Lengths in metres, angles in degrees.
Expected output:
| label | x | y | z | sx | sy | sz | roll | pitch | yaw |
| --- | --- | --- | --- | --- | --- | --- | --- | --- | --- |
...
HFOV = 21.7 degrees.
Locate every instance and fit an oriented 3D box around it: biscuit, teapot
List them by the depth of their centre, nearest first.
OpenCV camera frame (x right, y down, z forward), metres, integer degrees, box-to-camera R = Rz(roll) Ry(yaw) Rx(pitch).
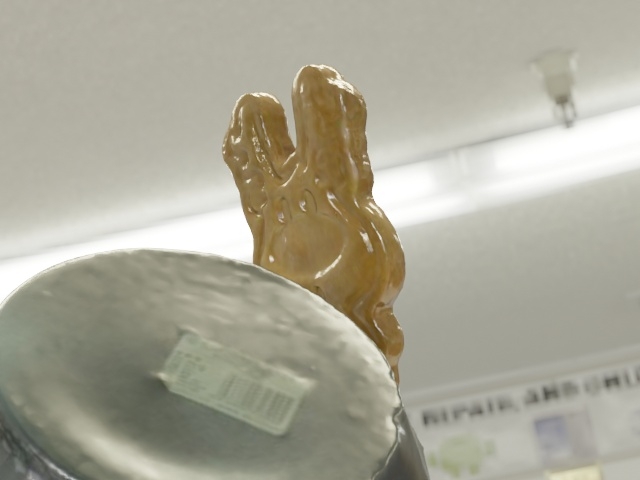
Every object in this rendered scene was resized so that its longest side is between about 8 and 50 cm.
| label | x | y | z | sx | sy | sz | roll | pitch | yaw |
| --- | --- | --- | --- | --- | --- | --- | --- | --- | --- |
| teapot | -0.076 | 0.228 | 1.018 | 0.376 | 0.305 | 0.361 | 21 | -56 | 5 |
| biscuit | -0.002 | 0.002 | 1.167 | 0.040 | 0.236 | 0.144 | -11 | -4 | -36 |
